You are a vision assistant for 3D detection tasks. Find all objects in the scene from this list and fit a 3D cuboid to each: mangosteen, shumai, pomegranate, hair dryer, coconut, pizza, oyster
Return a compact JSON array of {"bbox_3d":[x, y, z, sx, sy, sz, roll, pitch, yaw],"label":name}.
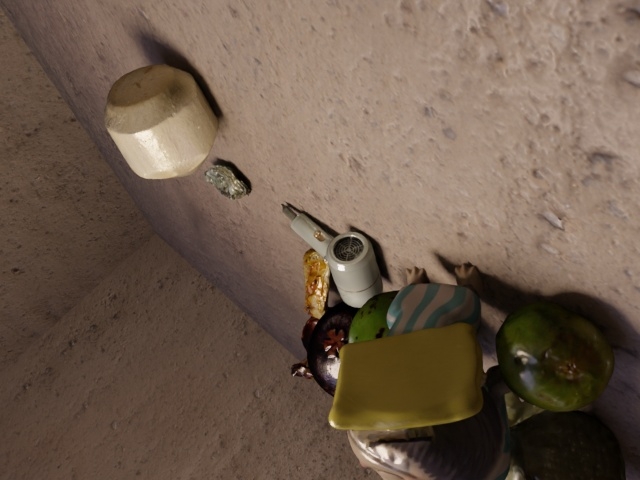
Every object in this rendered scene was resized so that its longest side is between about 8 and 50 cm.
[{"bbox_3d":[0.115,0.286,1.553,0.275,0.275,0.302,29,179,41],"label":"mangosteen"},{"bbox_3d":[0.412,0.471,1.195,0.288,0.292,0.329,-12,86,56],"label":"shumai"},{"bbox_3d":[0.175,0.235,1.265,0.254,0.254,0.270,37,117,23],"label":"pomegranate"},{"bbox_3d":[0.000,0.000,1.435,0.357,0.108,0.173,40,161,36],"label":"hair dryer"},{"bbox_3d":[-0.358,-0.261,1.398,0.237,0.237,0.265,32,153,35],"label":"coconut"},{"bbox_3d":[-0.012,0.128,1.653,0.365,0.074,0.182,97,170,-69],"label":"pizza"},{"bbox_3d":[-0.259,-0.164,1.684,0.125,0.064,0.177,55,159,-17],"label":"oyster"}]

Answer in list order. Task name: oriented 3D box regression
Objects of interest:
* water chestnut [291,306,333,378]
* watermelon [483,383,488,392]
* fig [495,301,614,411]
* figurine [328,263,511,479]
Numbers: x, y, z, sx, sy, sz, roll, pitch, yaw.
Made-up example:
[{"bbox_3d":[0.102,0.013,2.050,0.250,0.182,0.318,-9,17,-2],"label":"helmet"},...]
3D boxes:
[{"bbox_3d":[0.045,0.342,1.806,0.300,0.300,0.300,40,162,15],"label":"water chestnut"},{"bbox_3d":[0.269,0.398,1.500,0.151,0.264,0.302,56,170,4],"label":"watermelon"},{"bbox_3d":[0.342,0.182,0.945,0.167,0.167,0.233,46,157,-3],"label":"fig"},{"bbox_3d":[0.209,0.300,1.061,0.266,0.361,0.377,-1,128,32],"label":"figurine"}]
